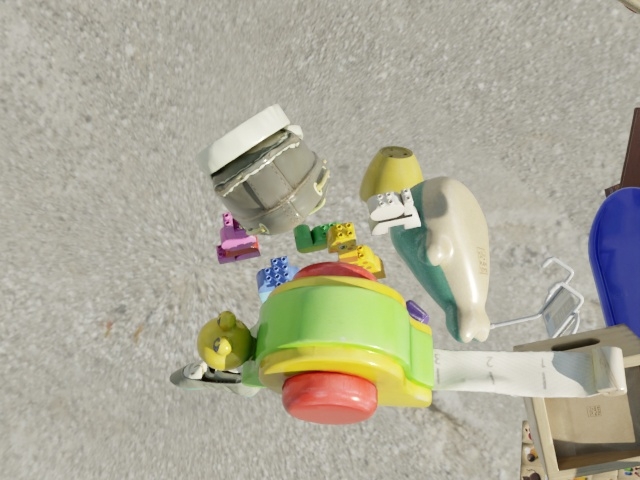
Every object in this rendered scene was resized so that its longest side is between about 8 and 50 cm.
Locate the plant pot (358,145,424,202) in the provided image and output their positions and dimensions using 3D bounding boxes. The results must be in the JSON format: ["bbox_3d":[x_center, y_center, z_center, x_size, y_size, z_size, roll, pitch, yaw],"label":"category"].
[{"bbox_3d":[0.147,-0.131,1.425,0.134,0.134,0.095,-2,119,-10],"label":"plant pot"}]

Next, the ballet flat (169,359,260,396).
[{"bbox_3d":[-0.227,0.281,1.527,0.213,0.072,0.068,5,122,19],"label":"ballet flat"}]

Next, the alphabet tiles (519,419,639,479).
[{"bbox_3d":[0.444,0.435,1.236,0.198,0.009,0.237,3,96,16],"label":"alphabet tiles"}]

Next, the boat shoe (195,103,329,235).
[{"bbox_3d":[-0.045,-0.054,0.681,0.109,0.305,0.091,-34,92,1],"label":"boat shoe"}]

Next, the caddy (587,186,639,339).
[{"bbox_3d":[0.451,0.066,0.801,0.179,0.241,0.341,38,40,-38],"label":"caddy"}]

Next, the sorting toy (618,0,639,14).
[{"bbox_3d":[0.639,-0.391,1.228,0.307,0.041,0.229,33,53,4],"label":"sorting toy"}]

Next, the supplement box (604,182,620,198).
[{"bbox_3d":[0.941,-0.135,2.084,0.104,0.188,0.080,24,52,-42],"label":"supplement box"}]

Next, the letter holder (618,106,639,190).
[{"bbox_3d":[0.893,-0.167,1.827,0.215,0.152,0.301,10,82,31],"label":"letter holder"}]

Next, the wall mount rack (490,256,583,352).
[{"bbox_3d":[0.592,0.210,1.999,0.130,0.350,0.304,33,111,0],"label":"wall mount rack"}]

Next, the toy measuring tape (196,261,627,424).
[{"bbox_3d":[0.072,0.077,0.526,0.330,0.121,0.121,3,88,1],"label":"toy measuring tape"}]

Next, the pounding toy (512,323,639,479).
[{"bbox_3d":[0.270,0.154,0.691,0.141,0.100,0.130,-13,103,7],"label":"pounding toy"}]

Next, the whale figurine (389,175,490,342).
[{"bbox_3d":[0.195,0.036,1.164,0.141,0.216,0.271,-16,78,29],"label":"whale figurine"}]

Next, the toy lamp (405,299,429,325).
[{"bbox_3d":[0.168,0.164,1.945,0.275,0.080,0.080,25,82,30],"label":"toy lamp"}]

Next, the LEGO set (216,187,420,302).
[{"bbox_3d":[0.000,0.000,0.745,0.227,0.093,0.087,-11,58,-1],"label":"LEGO set"}]
